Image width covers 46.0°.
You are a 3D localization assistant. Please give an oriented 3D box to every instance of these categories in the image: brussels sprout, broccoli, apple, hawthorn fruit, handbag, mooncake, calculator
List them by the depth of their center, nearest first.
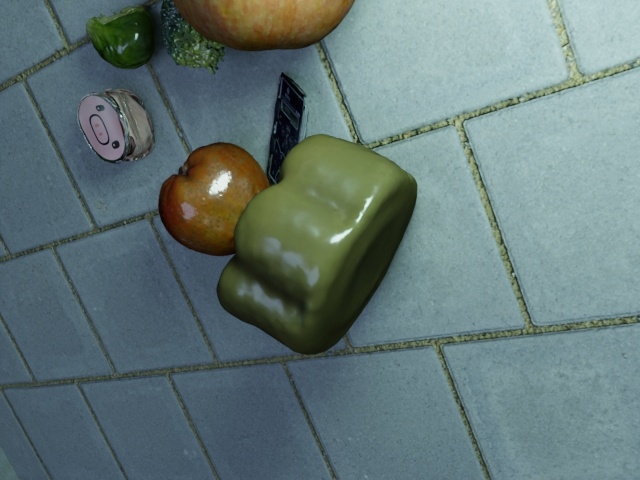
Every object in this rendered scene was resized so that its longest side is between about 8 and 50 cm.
[{"bbox_3d":[-0.101,-0.532,1.401,0.391,0.391,0.347,20,128,23],"label":"apple"},{"bbox_3d":[0.000,0.000,1.571,0.262,0.467,0.467,32,128,15],"label":"mooncake"},{"bbox_3d":[-0.225,-0.486,1.642,0.243,0.263,0.247,16,93,-7],"label":"broccoli"},{"bbox_3d":[-0.076,-0.228,1.718,0.166,0.028,0.274,-124,37,-50],"label":"calculator"},{"bbox_3d":[-0.233,-0.078,1.818,0.298,0.277,0.277,45,131,-8],"label":"hawthorn fruit"},{"bbox_3d":[-0.481,-0.489,1.835,0.183,0.131,0.145,-4,107,30],"label":"brussels sprout"},{"bbox_3d":[-0.537,-0.300,1.983,0.179,0.116,0.205,-7,109,35],"label":"handbag"}]
